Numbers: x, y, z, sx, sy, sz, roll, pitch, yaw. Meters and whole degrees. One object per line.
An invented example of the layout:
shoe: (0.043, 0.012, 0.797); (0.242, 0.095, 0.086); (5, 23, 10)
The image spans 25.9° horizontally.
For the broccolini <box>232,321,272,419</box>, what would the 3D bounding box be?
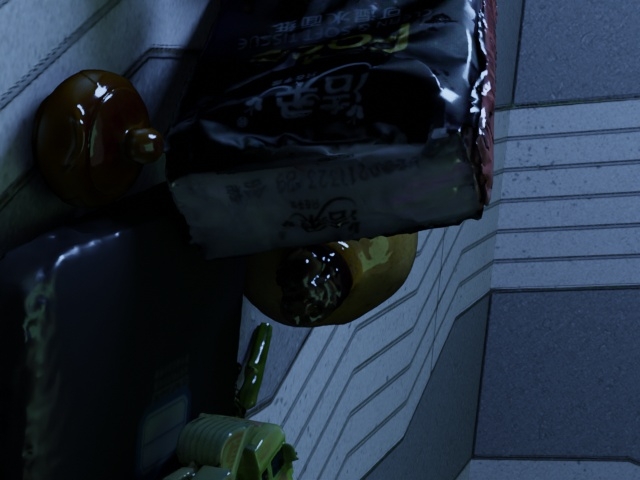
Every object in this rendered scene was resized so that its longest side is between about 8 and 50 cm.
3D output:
broccolini: (-0.083, 0.135, 1.364); (0.271, 0.062, 0.123); (-70, -179, -62)

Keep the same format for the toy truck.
toy truck: (-0.088, 0.198, 1.035); (0.191, 0.085, 0.116); (-47, 138, -54)

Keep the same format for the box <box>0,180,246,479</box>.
box: (-0.158, 0.143, 1.068); (0.359, 0.091, 0.350); (-32, 129, -68)

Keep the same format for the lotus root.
lotus root: (0.000, 0.000, 1.276); (0.310, 0.182, 0.183); (-93, -172, -73)

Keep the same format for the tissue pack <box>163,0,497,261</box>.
tissue pack: (0.021, -0.130, 1.116); (0.332, 0.245, 0.123); (-80, 155, -52)

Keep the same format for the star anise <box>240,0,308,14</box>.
star anise: (-0.040, -0.267, 1.070); (0.126, 0.220, 0.190); (36, -63, 61)

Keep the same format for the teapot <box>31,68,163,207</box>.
teapot: (-0.151, -0.070, 0.976); (0.129, 0.078, 0.098); (-3, 102, -73)
